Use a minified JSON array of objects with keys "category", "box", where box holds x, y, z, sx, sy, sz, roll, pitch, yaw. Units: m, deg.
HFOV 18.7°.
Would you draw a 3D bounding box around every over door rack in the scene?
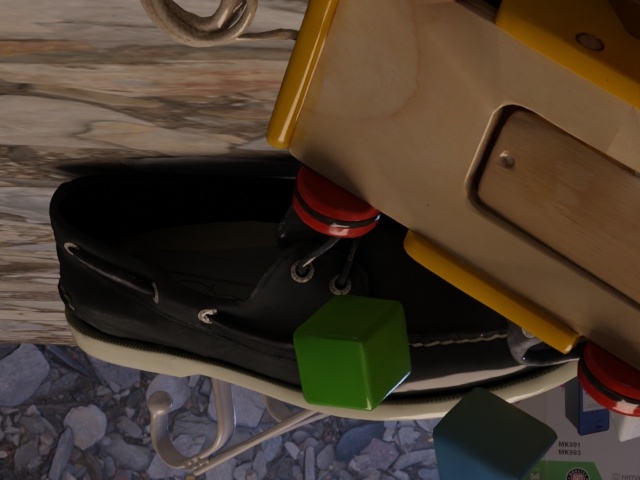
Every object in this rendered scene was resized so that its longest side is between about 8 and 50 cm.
[{"category":"over door rack","box":[0.054,0.071,1.356,0.239,0.108,0.324,-18,-179,-39]}]

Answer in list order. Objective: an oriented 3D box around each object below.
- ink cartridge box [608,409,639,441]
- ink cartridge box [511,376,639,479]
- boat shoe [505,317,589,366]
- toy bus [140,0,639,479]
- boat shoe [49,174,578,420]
[{"category":"ink cartridge box","box":[0.292,0.069,1.327,0.189,0.066,0.232,-17,160,0]},{"category":"ink cartridge box","box":[0.254,0.150,1.808,0.154,0.212,0.093,5,170,-22]},{"category":"boat shoe","box":[0.200,0.000,0.801,0.301,0.102,0.108,-11,158,38]},{"category":"toy bus","box":[0.074,-0.037,0.565,0.191,0.202,0.104,-11,-162,37]},{"category":"boat shoe","box":[-0.008,0.010,1.068,0.340,0.113,0.127,8,-137,33]}]
